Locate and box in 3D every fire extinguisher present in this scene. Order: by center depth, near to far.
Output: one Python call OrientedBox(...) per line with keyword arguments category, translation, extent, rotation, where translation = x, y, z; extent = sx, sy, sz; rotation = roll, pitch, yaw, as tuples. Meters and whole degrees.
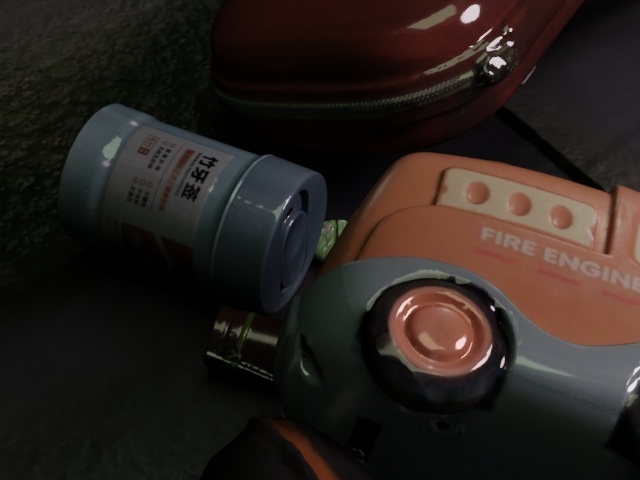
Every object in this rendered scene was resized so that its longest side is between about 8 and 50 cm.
OrientedBox(category="fire extinguisher", translation=(0.006, 0.080, 0.877), extent=(0.158, 0.043, 0.064), rotation=(13, 25, 10))

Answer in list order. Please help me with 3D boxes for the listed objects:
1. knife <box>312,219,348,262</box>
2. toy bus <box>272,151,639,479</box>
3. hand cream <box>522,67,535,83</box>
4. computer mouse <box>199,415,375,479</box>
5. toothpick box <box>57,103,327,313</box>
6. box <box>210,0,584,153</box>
OrientedBox(category="knife", translation=(0.000, -0.001, 0.968), extent=(0.293, 0.020, 0.043), rotation=(27, 55, 18))
OrientedBox(category="toy bus", translation=(0.123, 0.066, 0.778), extent=(0.287, 0.194, 0.232), rotation=(17, 50, 1))
OrientedBox(category="hand cream", translation=(0.127, -0.166, 1.117), extent=(0.084, 0.053, 0.142), rotation=(-14, 35, -17))
OrientedBox(category="computer mouse", translation=(0.007, 0.230, 0.636), extent=(0.116, 0.183, 0.323), rotation=(-2, 53, -11))
OrientedBox(category="toothpick box", translation=(-0.085, -0.022, 0.924), extent=(0.153, 0.101, 0.101), rotation=(19, 49, 17))
OrientedBox(category="box", translation=(0.088, -0.212, 1.061), extent=(0.263, 0.108, 0.404), rotation=(4, 40, 35))
